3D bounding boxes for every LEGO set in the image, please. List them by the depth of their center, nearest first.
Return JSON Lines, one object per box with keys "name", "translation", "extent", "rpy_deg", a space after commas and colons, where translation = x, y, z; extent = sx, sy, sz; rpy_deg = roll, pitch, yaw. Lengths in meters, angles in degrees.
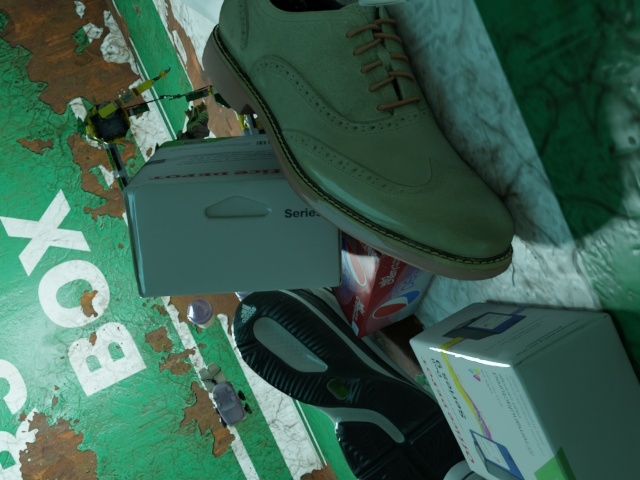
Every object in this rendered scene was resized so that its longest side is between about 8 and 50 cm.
{"name": "LEGO set", "translation": [-0.184, -0.141, 1.015], "extent": [0.192, 0.331, 0.255], "rpy_deg": [13, 114, 63]}

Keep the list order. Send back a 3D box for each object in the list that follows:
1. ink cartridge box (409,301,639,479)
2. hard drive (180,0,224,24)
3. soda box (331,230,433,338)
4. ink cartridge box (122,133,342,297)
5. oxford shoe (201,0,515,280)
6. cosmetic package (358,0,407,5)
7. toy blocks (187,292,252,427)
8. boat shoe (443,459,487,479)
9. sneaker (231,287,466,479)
{"name": "ink cartridge box", "translation": [0.181, 0.143, 0.585], "extent": [0.154, 0.093, 0.212], "rpy_deg": [65, 168, -3]}
{"name": "hard drive", "translation": [-0.172, -0.375, 0.769], "extent": [0.233, 0.047, 0.353], "rpy_deg": [32, 172, -9]}
{"name": "soda box", "translation": [0.074, 0.024, 0.769], "extent": [0.263, 0.092, 0.083], "rpy_deg": [94, 151, -65]}
{"name": "ink cartridge box", "translation": [-0.093, -0.043, 0.776], "extent": [0.289, 0.211, 0.122], "rpy_deg": [-104, 11, -72]}
{"name": "oxford shoe", "translation": [0.029, -0.127, 0.597], "extent": [0.397, 0.140, 0.146], "rpy_deg": [45, 132, 24]}
{"name": "cosmetic package", "translation": [0.077, -0.170, 0.372], "extent": [0.060, 0.115, 0.041], "rpy_deg": [38, 151, 62]}
{"name": "toy blocks", "translation": [-0.127, 0.143, 1.270], "extent": [0.288, 0.309, 0.260], "rpy_deg": [58, 171, 26]}
{"name": "boat shoe", "translation": [0.234, 0.390, 0.821], "extent": [0.088, 0.096, 0.267], "rpy_deg": [16, 131, 67]}
{"name": "sneaker", "translation": [0.094, 0.202, 0.984], "extent": [0.447, 0.169, 0.257], "rpy_deg": [45, -158, 2]}
